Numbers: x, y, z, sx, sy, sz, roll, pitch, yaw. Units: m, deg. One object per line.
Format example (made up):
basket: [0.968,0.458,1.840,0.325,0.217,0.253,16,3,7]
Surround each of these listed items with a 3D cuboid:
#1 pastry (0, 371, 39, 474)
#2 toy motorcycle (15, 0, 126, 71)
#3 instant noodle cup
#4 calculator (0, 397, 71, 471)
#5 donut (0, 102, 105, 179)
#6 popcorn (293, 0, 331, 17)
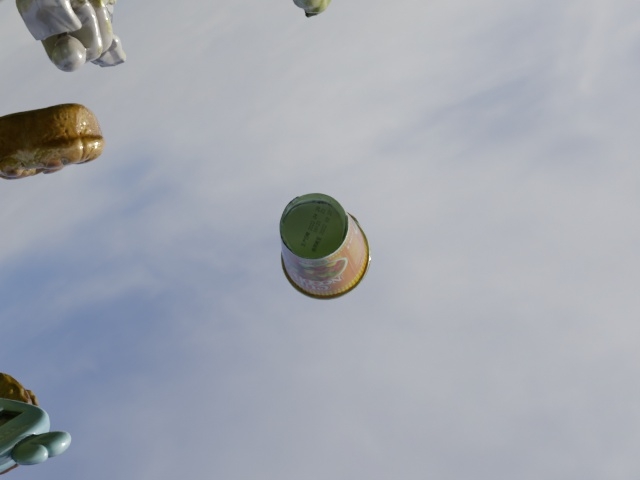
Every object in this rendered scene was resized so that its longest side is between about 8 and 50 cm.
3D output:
pastry: [-0.582,0.318,1.911,0.189,0.189,0.103,-41,171,-17]
toy motorcycle: [-0.370,-0.345,1.628,0.108,0.222,0.341,-13,171,9]
instant noodle cup: [0.000,0.000,1.858,0.168,0.168,0.185,-35,164,-4]
calculator: [-0.463,0.250,1.415,0.303,0.042,0.188,8,-164,22]
donut: [-0.509,-0.180,2.025,0.227,0.113,0.226,-14,-177,1]
popcorn: [-0.040,-0.485,1.421,0.274,0.279,0.335,-41,165,-32]
